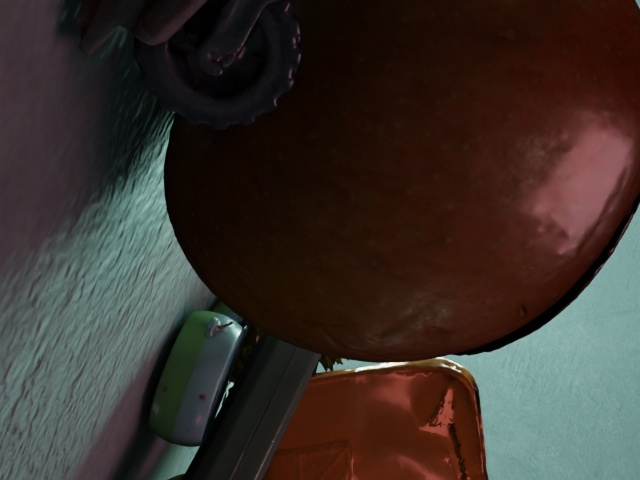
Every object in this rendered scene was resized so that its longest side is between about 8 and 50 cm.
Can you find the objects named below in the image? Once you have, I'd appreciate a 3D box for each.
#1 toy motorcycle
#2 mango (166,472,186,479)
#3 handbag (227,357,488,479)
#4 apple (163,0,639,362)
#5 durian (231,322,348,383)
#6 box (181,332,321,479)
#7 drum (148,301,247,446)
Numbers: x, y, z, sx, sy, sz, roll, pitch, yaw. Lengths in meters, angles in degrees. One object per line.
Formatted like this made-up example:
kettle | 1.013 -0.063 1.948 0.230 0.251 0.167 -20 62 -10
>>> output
toy motorcycle | -0.025 -0.147 0.296 0.212 0.118 0.084 -58 -161 18
mango | -0.143 0.296 0.818 0.195 0.098 0.137 70 44 -73
handbag | 0.054 0.344 0.931 0.116 0.303 0.410 -10 -96 60
apple | 0.035 -0.060 0.456 0.272 0.206 0.251 -7 -106 57
durian | -0.041 0.075 0.979 0.355 0.157 0.169 122 -43 -58
box | -0.074 0.183 0.745 0.103 0.055 0.244 -52 -173 52
drum | -0.100 0.107 0.786 0.253 0.049 0.130 -64 174 -79
